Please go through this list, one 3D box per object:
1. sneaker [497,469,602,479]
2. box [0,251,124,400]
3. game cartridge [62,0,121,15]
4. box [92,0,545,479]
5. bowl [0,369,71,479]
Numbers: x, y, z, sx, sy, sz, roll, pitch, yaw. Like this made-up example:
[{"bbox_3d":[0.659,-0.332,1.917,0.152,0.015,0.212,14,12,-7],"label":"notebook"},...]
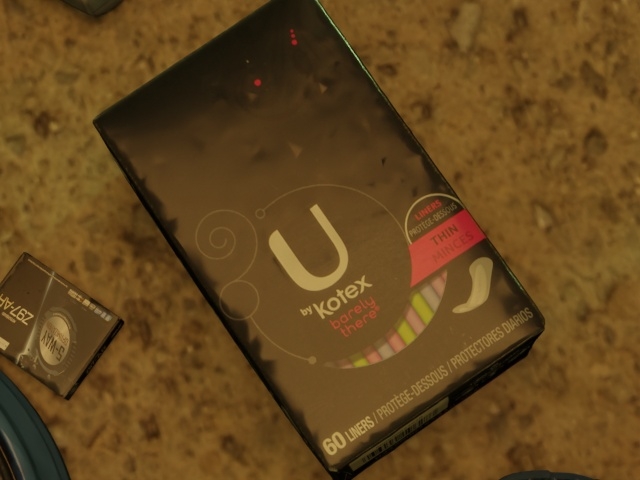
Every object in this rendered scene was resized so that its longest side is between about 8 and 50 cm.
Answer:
[{"bbox_3d":[0.219,0.202,1.116,0.232,0.090,0.081,10,80,26],"label":"sneaker"},{"bbox_3d":[-0.186,0.058,1.186,0.083,0.018,0.067,35,82,8],"label":"box"},{"bbox_3d":[-0.150,-0.314,1.239,0.196,0.060,0.294,28,82,11],"label":"game cartridge"},{"bbox_3d":[0.000,0.000,1.125,0.165,0.143,0.270,-35,79,-4],"label":"box"},{"bbox_3d":[-0.351,0.224,1.134,0.391,0.077,0.391,-1,79,3],"label":"bowl"}]
